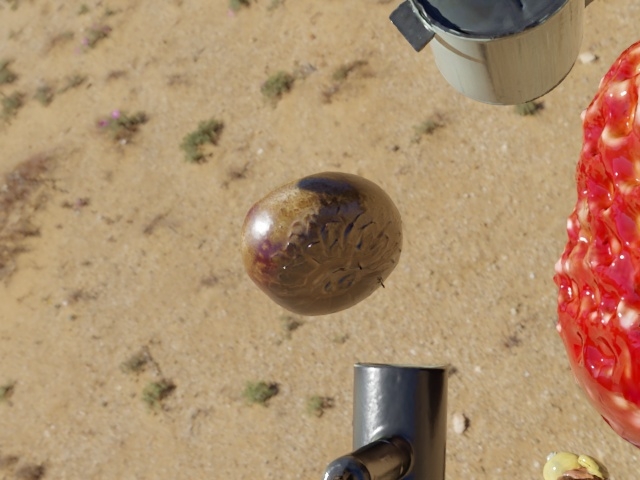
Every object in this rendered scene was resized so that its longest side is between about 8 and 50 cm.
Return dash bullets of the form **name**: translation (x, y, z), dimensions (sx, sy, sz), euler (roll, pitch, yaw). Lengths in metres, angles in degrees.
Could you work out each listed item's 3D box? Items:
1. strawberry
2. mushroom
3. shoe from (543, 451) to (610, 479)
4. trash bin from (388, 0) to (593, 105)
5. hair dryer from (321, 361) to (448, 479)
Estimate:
- **strawberry**: translation (0.302, 0.012, 0.652), dimensions (0.295, 0.345, 0.317), euler (-30, 26, 14)
- **mushroom**: translation (-0.002, 0.014, 1.363), dimensions (0.278, 0.297, 0.163), euler (-24, 57, 23)
- **shoe**: translation (0.264, 0.252, 0.883), dimensions (0.072, 0.069, 0.109), euler (-57, -6, 29)
- **trash bin**: translation (0.233, -0.317, 1.132), dimensions (0.277, 0.262, 0.217), euler (-35, 74, 7)
- **hair dryer**: translation (0.036, 0.188, 0.617), dimensions (0.077, 0.248, 0.196), euler (-1, 83, 19)
